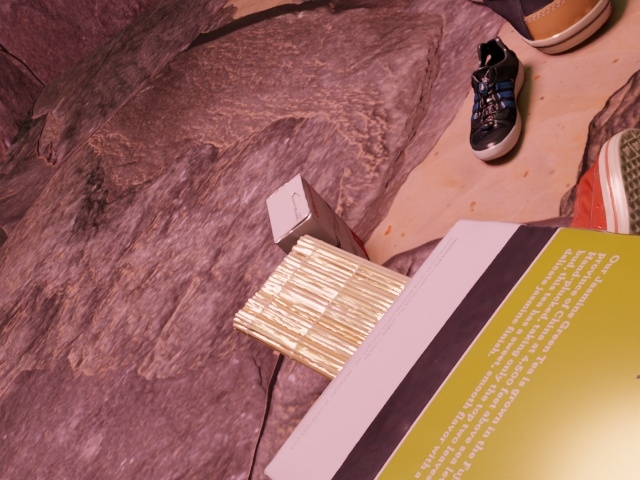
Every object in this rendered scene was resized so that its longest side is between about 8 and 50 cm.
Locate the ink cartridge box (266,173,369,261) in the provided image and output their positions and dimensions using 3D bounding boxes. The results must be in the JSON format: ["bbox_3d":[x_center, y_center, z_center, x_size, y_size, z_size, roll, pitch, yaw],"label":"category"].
[{"bbox_3d":[0.000,0.000,1.087,0.063,0.150,0.109,-36,32,13],"label":"ink cartridge box"}]

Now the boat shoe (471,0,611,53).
[{"bbox_3d":[0.290,-0.453,1.280,0.187,0.156,0.500,-37,31,16],"label":"boat shoe"}]

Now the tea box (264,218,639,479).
[{"bbox_3d":[0.196,0.178,0.440,0.220,0.329,0.323,-51,21,-11],"label":"tea box"}]

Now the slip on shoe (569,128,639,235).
[{"bbox_3d":[0.288,0.044,0.768,0.101,0.123,0.331,123,163,-53],"label":"slip on shoe"}]

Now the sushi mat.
[{"bbox_3d":[0.062,0.099,0.904,0.317,0.019,0.151,22,62,31],"label":"sushi mat"}]

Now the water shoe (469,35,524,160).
[{"bbox_3d":[0.228,-0.195,1.119,0.073,0.080,0.203,-19,40,36],"label":"water shoe"}]
